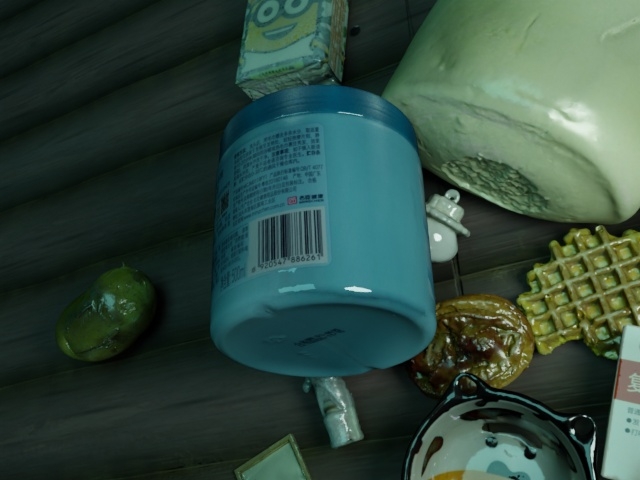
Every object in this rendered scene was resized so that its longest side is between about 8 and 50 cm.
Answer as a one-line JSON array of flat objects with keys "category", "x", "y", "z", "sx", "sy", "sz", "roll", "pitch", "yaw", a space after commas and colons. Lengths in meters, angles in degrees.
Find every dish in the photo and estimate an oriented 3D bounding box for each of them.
[{"category": "dish", "x": 0.265, "y": 0.356, "z": 0.967, "sx": 0.303, "sy": 0.120, "sz": 0.303, "roll": -7, "pitch": 71, "yaw": 22}]

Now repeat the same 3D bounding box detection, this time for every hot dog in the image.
[{"category": "hot dog", "x": 0.224, "y": 0.173, "z": 1.062, "sx": 0.227, "sy": 0.099, "sz": 0.160, "roll": -33, "pitch": 73, "yaw": 35}]

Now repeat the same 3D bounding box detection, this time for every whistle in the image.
[{"category": "whistle", "x": 0.002, "y": 0.192, "z": 1.189, "sx": 0.142, "sy": 0.134, "sz": 0.346, "roll": -23, "pitch": 70, "yaw": 15}]

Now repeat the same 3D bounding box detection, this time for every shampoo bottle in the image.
[{"category": "shampoo bottle", "x": 0.000, "y": 0.000, "z": 1.015, "sx": 0.331, "sy": 0.331, "sz": 0.343, "roll": -15, "pitch": 57, "yaw": 22}]

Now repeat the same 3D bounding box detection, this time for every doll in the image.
[{"category": "doll", "x": 0.163, "y": 0.038, "z": 1.169, "sx": 0.138, "sy": 0.119, "sz": 0.293, "roll": 31, "pitch": 92, "yaw": 25}]

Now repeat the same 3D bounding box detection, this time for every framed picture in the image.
[{"category": "framed picture", "x": -0.065, "y": 0.466, "z": 1.171, "sx": 0.136, "sy": 0.010, "sz": 0.201, "roll": -36, "pitch": 57, "yaw": 12}]

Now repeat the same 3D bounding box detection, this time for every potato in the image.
[{"category": "potato", "x": -0.464, "y": 0.165, "z": 1.427, "sx": 0.248, "sy": 0.143, "sz": 0.169, "roll": -33, "pitch": 48, "yaw": 13}]

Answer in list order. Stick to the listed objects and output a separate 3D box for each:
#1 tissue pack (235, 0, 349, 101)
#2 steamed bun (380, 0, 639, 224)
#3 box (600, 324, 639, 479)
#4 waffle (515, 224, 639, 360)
[{"category": "tissue pack", "x": -0.056, "y": -0.472, "z": 1.483, "sx": 0.228, "sy": 0.128, "sz": 0.311, "roll": -5, "pitch": 66, "yaw": 26}, {"category": "steamed bun", "x": 0.341, "y": -0.263, "z": 1.058, "sx": 0.456, "sy": 0.290, "sz": 0.371, "roll": 22, "pitch": 76, "yaw": 28}, {"category": "box", "x": 0.567, "y": 0.248, "z": 0.859, "sx": 0.353, "sy": 0.069, "sz": 0.214, "roll": 9, "pitch": 82, "yaw": 24}, {"category": "waffle", "x": 0.443, "y": 0.098, "z": 1.024, "sx": 0.253, "sy": 0.056, "sz": 0.249, "roll": 40, "pitch": 92, "yaw": 33}]
